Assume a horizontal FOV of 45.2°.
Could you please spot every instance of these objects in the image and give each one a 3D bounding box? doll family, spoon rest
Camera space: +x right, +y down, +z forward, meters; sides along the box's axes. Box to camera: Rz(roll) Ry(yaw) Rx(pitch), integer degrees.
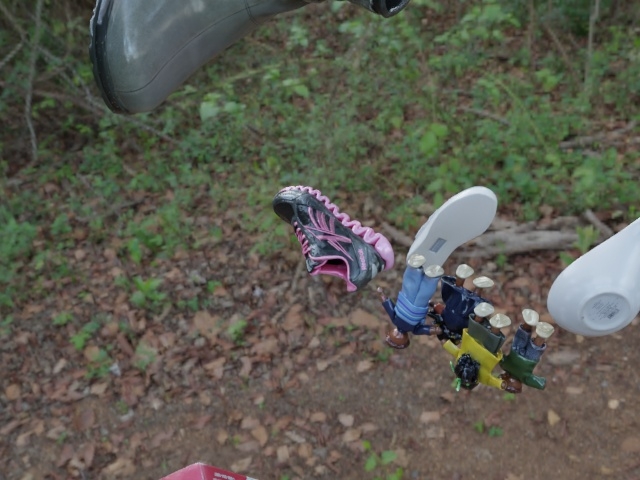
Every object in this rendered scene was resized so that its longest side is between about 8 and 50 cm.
[{"bbox_3d":[0.142,0.096,0.791,0.076,0.111,0.193,-19,47,-35],"label":"doll family"},{"bbox_3d":[0.440,0.036,1.086,0.137,0.276,0.084,31,31,-16],"label":"spoon rest"}]

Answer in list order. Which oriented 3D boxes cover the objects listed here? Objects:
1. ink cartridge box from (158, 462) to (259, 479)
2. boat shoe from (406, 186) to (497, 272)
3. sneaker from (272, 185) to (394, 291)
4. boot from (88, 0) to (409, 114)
[{"bbox_3d":[-0.086,0.276,0.555,0.127,0.128,0.176,-28,56,12],"label":"ink cartridge box"},{"bbox_3d":[0.176,-0.023,1.029,0.066,0.184,0.063,21,51,-5],"label":"boat shoe"},{"bbox_3d":[0.000,0.000,0.628,0.119,0.047,0.057,33,64,24],"label":"sneaker"},{"bbox_3d":[-0.026,-0.168,0.497,0.161,0.083,0.247,14,54,22],"label":"boot"}]
